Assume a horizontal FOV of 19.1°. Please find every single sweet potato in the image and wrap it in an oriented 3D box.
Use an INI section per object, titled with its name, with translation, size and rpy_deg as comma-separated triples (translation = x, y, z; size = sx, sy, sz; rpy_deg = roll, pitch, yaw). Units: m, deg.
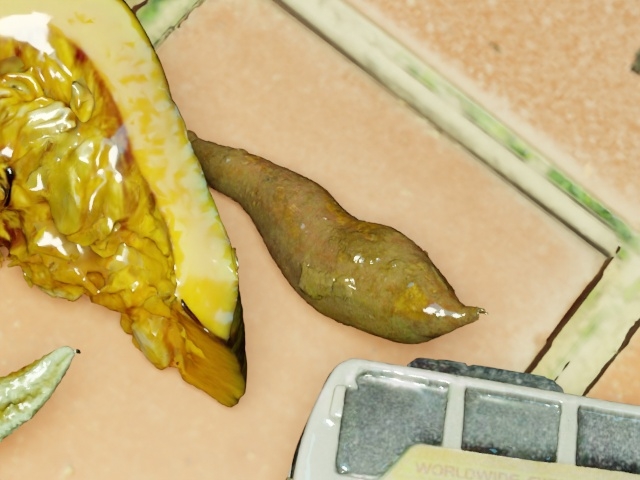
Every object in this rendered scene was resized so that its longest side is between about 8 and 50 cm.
[sweet potato]
translation = 0.001, 0.005, 1.101
size = 0.226, 0.068, 0.068
rpy_deg = 33, 72, 25

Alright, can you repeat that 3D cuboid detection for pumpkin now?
[pumpkin]
translation = -0.165, -0.025, 1.051
size = 0.190, 0.139, 0.280
rpy_deg = -16, 72, -13

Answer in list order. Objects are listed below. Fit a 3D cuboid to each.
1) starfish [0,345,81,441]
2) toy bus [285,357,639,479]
[starfish]
translation = -0.290, 0.124, 1.015
size = 0.347, 0.078, 0.358
rpy_deg = -15, 87, -2
[toy bus]
translation = 0.149, 0.151, 1.044
size = 0.343, 0.097, 0.138
rpy_deg = 10, 70, -2
